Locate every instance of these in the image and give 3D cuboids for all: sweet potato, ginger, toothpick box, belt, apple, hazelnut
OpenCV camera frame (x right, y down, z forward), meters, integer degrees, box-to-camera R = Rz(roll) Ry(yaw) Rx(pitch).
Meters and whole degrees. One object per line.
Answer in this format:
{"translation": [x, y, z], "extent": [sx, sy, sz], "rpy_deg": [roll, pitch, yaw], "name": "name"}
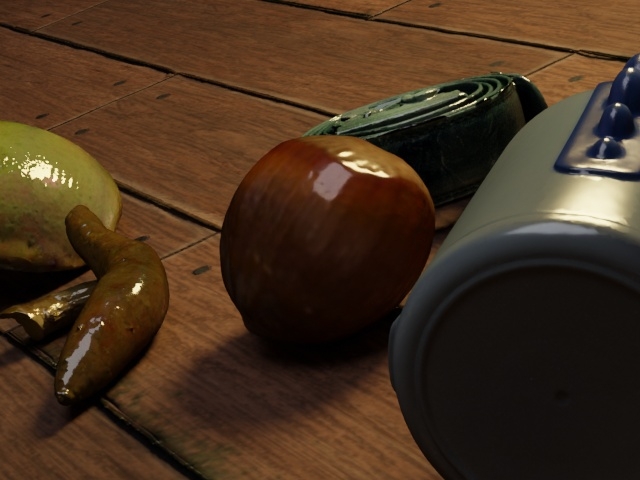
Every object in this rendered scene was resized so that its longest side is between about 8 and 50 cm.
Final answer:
{"translation": [-0.203, 0.049, 1.700], "extent": [0.108, 0.079, 0.346], "rpy_deg": [1, 29, -7], "name": "sweet potato"}
{"translation": [-0.264, 0.071, 1.774], "extent": [0.137, 0.044, 0.057], "rpy_deg": [-21, -9, -25], "name": "ginger"}
{"translation": [0.209, 0.015, 1.239], "extent": [0.263, 0.263, 0.355], "rpy_deg": [-8, 21, 23], "name": "toothpick box"}
{"translation": [0.109, -0.096, 1.795], "extent": [0.267, 0.116, 0.206], "rpy_deg": [-15, 14, 9], "name": "belt"}
{"translation": [-0.342, -0.048, 1.922], "extent": [0.265, 0.120, 0.193], "rpy_deg": [9, 32, -14], "name": "apple"}
{"translation": [0.000, 0.000, 1.566], "extent": [0.214, 0.176, 0.214], "rpy_deg": [-39, 23, 21], "name": "hazelnut"}
